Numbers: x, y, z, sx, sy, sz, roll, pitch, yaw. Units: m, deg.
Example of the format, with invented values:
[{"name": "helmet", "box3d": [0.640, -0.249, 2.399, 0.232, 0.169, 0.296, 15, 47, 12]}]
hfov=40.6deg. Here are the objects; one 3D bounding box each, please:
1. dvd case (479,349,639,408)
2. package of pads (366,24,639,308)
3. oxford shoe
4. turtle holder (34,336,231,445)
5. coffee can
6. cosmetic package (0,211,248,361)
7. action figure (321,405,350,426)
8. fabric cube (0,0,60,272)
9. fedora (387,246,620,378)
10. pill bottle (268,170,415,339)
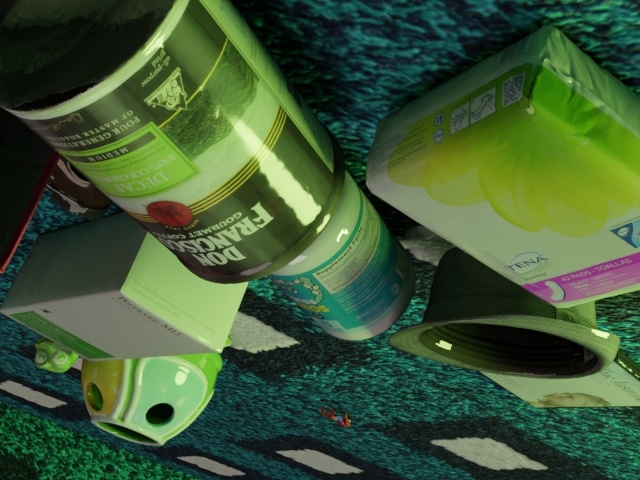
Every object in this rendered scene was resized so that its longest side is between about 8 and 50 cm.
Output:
[{"name": "dvd case", "box3d": [0.394, 0.220, 1.347, 0.180, 0.022, 0.253, 34, 149, -32]}, {"name": "package of pads", "box3d": [0.217, -0.051, 0.814, 0.296, 0.101, 0.229, 30, 150, -25]}, {"name": "oxford shoe", "box3d": [-0.347, -0.119, 1.068, 0.227, 0.083, 0.096, 27, 134, -23]}, {"name": "turtle holder", "box3d": [-0.332, 0.235, 1.580, 0.243, 0.227, 0.320, 5, 153, 24]}, {"name": "coffee can", "box3d": [-0.126, -0.113, 0.779, 0.201, 0.202, 0.275, 0, 150, 32]}, {"name": "cosmetic package", "box3d": [-0.303, 0.074, 1.323, 0.365, 0.155, 0.197, -11, 141, 46]}, {"name": "action figure", "box3d": [0.040, 0.388, 1.898, 0.038, 0.030, 0.115, 9, 159, 29]}, {"name": "fabric cube", "box3d": [-0.410, -0.153, 0.809, 0.258, 0.259, 0.254, 10, 155, 18]}, {"name": "fedora", "box3d": [0.225, 0.079, 1.041, 0.275, 0.124, 0.244, 14, 158, -14]}, {"name": "pill bottle", "box3d": [0.000, 0.000, 0.996, 0.146, 0.146, 0.264, 0, 150, 31]}]
